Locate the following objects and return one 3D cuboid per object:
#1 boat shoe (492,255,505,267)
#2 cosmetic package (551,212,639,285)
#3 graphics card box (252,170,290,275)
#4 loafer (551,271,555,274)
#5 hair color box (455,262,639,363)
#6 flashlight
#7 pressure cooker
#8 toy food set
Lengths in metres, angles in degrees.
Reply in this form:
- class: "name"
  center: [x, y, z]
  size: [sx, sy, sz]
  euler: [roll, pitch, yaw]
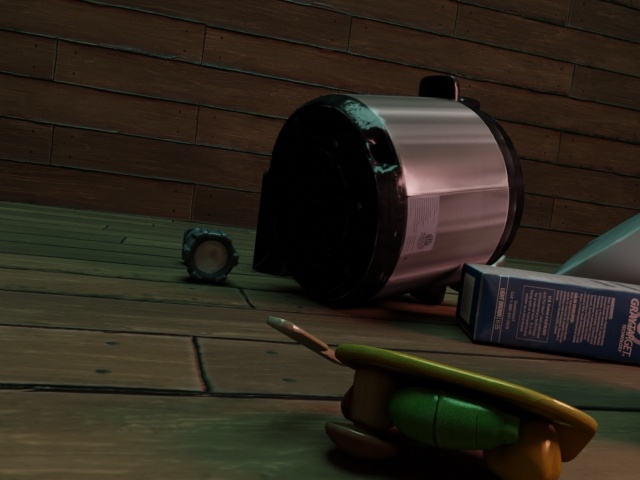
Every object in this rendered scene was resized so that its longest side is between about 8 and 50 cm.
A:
- class: "boat shoe"
  center: [0.549, 0.084, 1.909]
  size: [0.070, 0.077, 0.219]
  euler: [10, 6, 27]
- class: "cosmetic package"
  center: [0.627, 0.011, 1.169]
  size: [0.377, 0.097, 0.284]
  euler: [-21, -14, -48]
- class: "graphics card box"
  center: [-0.014, -0.038, 1.464]
  size: [0.094, 0.232, 0.371]
  euler: [10, 4, 32]
- class: "loafer"
  center: [0.819, 0.121, 1.845]
  size: [0.080, 0.078, 0.220]
  euler: [4, 5, -40]
- class: "hair color box"
  center: [0.397, 0.112, 0.902]
  size: [0.348, 0.105, 0.174]
  euler: [7, 4, 4]
- class: "flashlight"
  center: [-0.238, 0.016, 1.203]
  size: [0.103, 0.103, 0.304]
  euler: [3, 6, -18]
- class: "pressure cooker"
  center: [0.158, -0.078, 1.097]
  size: [0.421, 0.375, 0.369]
  euler: [-8, -31, -33]
- class: "toy food set"
  center: [0.067, 0.126, 0.409]
  size: [0.218, 0.071, 0.128]
  euler: [11, -19, 26]
